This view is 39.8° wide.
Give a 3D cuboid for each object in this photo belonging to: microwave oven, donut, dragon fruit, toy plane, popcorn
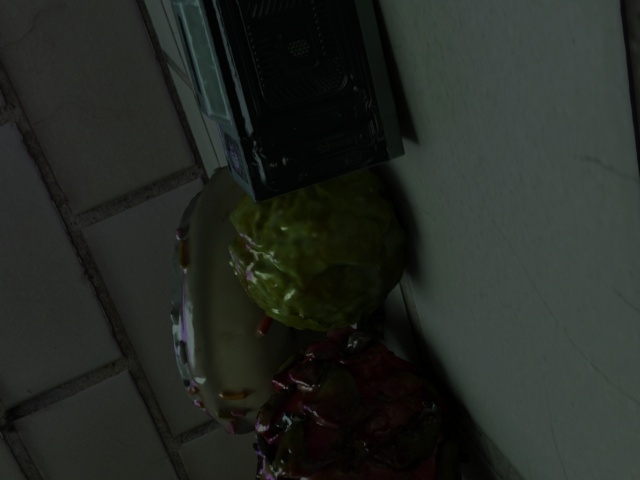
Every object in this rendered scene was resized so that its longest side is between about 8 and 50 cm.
[{"bbox_3d":[-0.030,-0.158,0.765,0.122,0.162,0.208,-138,32,-68],"label":"microwave oven"},{"bbox_3d":[-0.074,0.082,1.220,0.382,0.142,0.383,-2,-90,-74],"label":"donut"},{"bbox_3d":[0.038,0.250,1.048,0.269,0.250,0.291,101,169,-60],"label":"dragon fruit"},{"bbox_3d":[0.064,0.108,1.191,0.111,0.040,0.102,76,169,-45],"label":"toy plane"},{"bbox_3d":[0.000,0.000,0.944,0.212,0.197,0.198,-60,-44,-58],"label":"popcorn"}]
